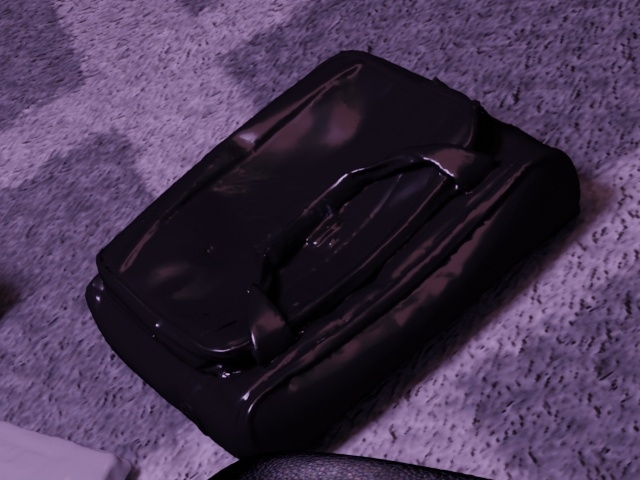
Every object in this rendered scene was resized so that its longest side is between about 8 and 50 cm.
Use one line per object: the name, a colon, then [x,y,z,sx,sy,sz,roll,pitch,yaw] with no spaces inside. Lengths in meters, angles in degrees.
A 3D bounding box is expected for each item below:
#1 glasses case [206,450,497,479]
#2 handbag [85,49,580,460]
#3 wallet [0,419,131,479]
glasses case: [0.039,0.169,0.861,0.314,0.075,0.122,4,45,41]
handbag: [0.000,0.000,1.115,0.275,0.088,0.244,-38,38,-14]
wallet: [-0.210,0.162,1.104,0.183,0.032,0.124,7,47,43]
